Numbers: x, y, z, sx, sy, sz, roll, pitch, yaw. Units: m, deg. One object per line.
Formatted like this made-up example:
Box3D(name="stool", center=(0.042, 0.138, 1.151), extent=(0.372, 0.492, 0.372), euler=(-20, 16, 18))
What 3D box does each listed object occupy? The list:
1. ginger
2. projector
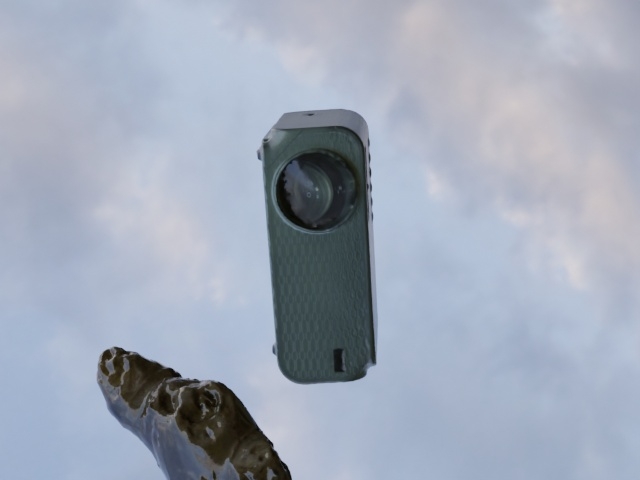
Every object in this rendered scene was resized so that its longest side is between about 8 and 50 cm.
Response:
Box3D(name="ginger", center=(-0.061, 0.218, 1.112), extent=(0.080, 0.166, 0.333), euler=(-37, -79, -31))
Box3D(name="projector", center=(0.000, 0.000, 1.459), extent=(0.198, 0.108, 0.250), euler=(-78, -14, -79))
